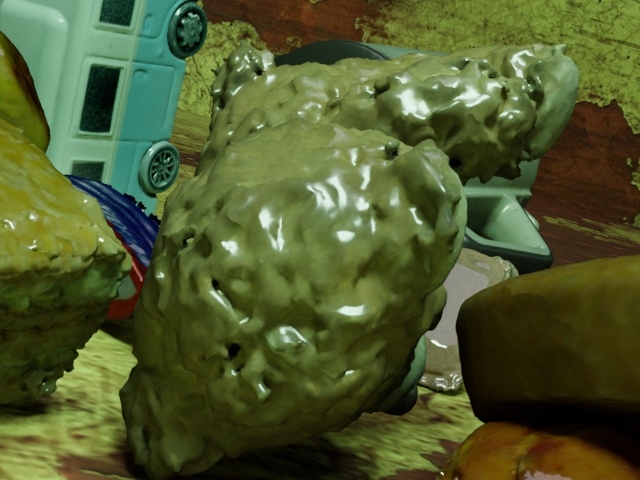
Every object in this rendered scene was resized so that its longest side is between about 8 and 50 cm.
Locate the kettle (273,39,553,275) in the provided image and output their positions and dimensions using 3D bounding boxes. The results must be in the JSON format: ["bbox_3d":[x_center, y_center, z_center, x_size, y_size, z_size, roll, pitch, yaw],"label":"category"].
[{"bbox_3d":[0.124,-0.075,1.314,0.361,0.250,0.376,49,22,16],"label":"kettle"}]

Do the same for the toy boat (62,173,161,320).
[{"bbox_3d":[-0.245,0.002,0.647,0.318,0.072,0.219,-2,20,-33],"label":"toy boat"}]

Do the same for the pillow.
[{"bbox_3d":[0.029,0.028,0.806,0.211,0.034,0.135,19,50,20],"label":"pillow"}]

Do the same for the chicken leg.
[{"bbox_3d":[0.146,0.124,0.461,0.304,0.093,0.113,13,-3,-45],"label":"chicken leg"}]

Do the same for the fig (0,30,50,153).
[{"bbox_3d":[-0.285,-0.086,0.820,0.154,0.144,0.165,37,42,19],"label":"fig"}]

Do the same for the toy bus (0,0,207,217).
[{"bbox_3d":[-0.203,-0.152,0.960,0.133,0.271,0.165,20,13,29],"label":"toy bus"}]

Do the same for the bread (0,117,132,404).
[{"bbox_3d":[-0.195,0.003,0.464,0.196,0.102,0.138,3,32,-49],"label":"bread"}]

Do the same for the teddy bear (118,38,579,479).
[{"bbox_3d":[0.000,0.000,0.526,0.156,0.267,0.256,38,23,-17],"label":"teddy bear"}]

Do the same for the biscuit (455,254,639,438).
[{"bbox_3d":[0.243,0.076,0.504,0.350,0.070,0.394,6,-14,17],"label":"biscuit"}]
